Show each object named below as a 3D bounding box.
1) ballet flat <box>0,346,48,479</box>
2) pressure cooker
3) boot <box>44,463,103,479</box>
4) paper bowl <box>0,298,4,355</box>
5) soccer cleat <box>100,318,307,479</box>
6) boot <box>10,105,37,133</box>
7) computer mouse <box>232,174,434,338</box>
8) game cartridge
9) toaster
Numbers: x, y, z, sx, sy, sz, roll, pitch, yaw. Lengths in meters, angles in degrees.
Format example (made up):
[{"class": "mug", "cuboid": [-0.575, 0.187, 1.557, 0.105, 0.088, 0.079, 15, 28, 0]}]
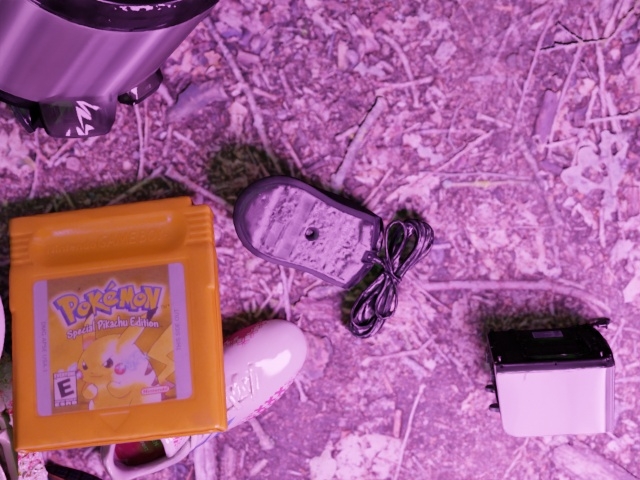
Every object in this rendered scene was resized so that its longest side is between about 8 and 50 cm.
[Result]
[{"class": "ballet flat", "cuboid": [-0.438, 0.260, 1.898, 0.091, 0.077, 0.241, -23, 84, 39]}, {"class": "pressure cooker", "cuboid": [-0.302, -0.347, 1.644, 0.375, 0.420, 0.370, 37, 64, -12]}, {"class": "boot", "cuboid": [-0.316, 0.406, 1.952, 0.219, 0.082, 0.106, 29, 97, -6]}, {"class": "paper bowl", "cuboid": [-0.569, 0.118, 1.843, 0.284, 0.148, 0.284, 1, 86, -14]}, {"class": "soccer cleat", "cuboid": [-0.158, 0.231, 1.884, 0.331, 0.143, 0.116, -34, 98, 7]}, {"class": "boot", "cuboid": [-0.380, -0.217, 1.855, 0.099, 0.045, 0.121, -26, 101, 0]}, {"class": "computer mouse", "cuboid": [0.000, 0.000, 1.880, 0.272, 0.072, 0.188, 28, 98, -17]}, {"class": "game cartridge", "cuboid": [-0.274, 0.109, 1.833, 0.285, 0.052, 0.323, -8, 75, 6]}, {"class": "toaster", "cuboid": [0.315, 0.184, 1.857, 0.186, 0.168, 0.110, -4, 103, 3]}]
